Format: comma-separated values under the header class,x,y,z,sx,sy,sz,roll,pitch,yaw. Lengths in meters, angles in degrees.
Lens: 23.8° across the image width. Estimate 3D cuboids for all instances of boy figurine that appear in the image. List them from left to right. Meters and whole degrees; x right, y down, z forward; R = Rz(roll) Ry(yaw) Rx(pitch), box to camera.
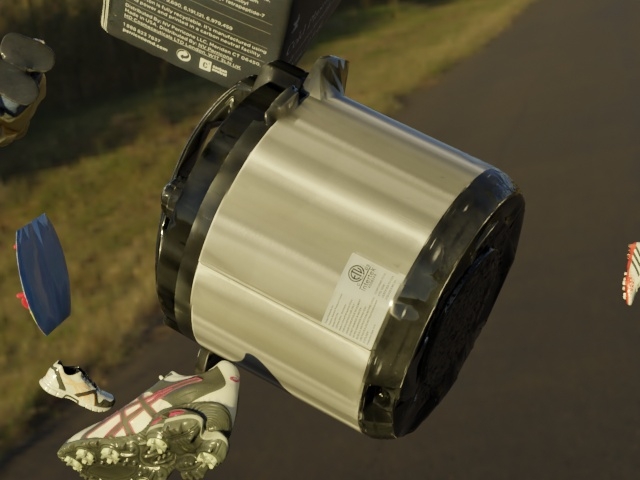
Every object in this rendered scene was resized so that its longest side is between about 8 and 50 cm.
class,x,y,z,sx,sy,sz,roll,pitch,yaw
boy figurine,-0.462,-0.221,2.273,0.092,0.177,0.285,27,-18,-13

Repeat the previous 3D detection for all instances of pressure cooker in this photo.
class,x,y,z,sx,sy,sz,roll,pitch,yaw
pressure cooker,-0.002,-0.001,1.862,0.420,0.375,0.370,26,62,17

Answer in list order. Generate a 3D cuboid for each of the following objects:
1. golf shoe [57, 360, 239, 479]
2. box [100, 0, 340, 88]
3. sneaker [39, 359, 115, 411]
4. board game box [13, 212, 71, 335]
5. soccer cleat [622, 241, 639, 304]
class,x,y,z,sx,sy,sz,roll,pitch,yaw
golf shoe,-0.191,0.222,1.761,0.273,0.105,0.120,-19,36,40
box,-0.065,-0.547,2.171,0.297,0.471,0.480,24,52,8
sneaker,-0.315,0.193,2.006,0.109,0.043,0.040,25,11,-32
board game box,-0.350,0.044,1.850,0.033,0.133,0.168,-11,11,10
soccer cleat,0.402,0.042,1.917,0.036,0.083,0.029,7,-18,13
